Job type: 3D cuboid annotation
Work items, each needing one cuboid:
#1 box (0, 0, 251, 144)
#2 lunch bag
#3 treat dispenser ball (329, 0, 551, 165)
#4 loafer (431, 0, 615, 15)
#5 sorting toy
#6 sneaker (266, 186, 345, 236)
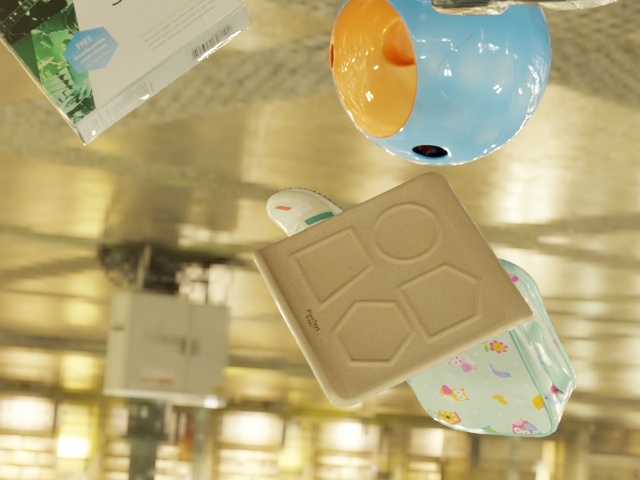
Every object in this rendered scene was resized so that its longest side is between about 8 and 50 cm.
[{"bbox_3d":[-0.265,-0.291,1.752,0.232,0.322,0.058,-38,157,-11],"label":"box"},{"bbox_3d":[0.219,0.146,2.118,0.224,0.108,0.279,-3,133,33],"label":"lunch bag"},{"bbox_3d":[0.155,-0.241,2.028,0.288,0.288,0.288,4,172,0],"label":"treat dispenser ball"},{"bbox_3d":[0.169,-0.211,1.215,0.170,0.061,0.062,0,180,13],"label":"loafer"},{"bbox_3d":[0.065,0.045,1.461,0.208,0.193,0.038,-23,146,-11],"label":"sorting toy"},{"bbox_3d":[0.000,0.000,1.743,0.161,0.057,0.075,32,-140,11],"label":"sneaker"}]
